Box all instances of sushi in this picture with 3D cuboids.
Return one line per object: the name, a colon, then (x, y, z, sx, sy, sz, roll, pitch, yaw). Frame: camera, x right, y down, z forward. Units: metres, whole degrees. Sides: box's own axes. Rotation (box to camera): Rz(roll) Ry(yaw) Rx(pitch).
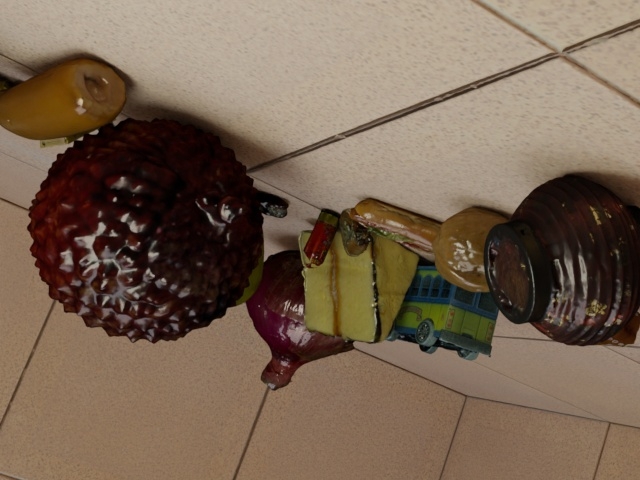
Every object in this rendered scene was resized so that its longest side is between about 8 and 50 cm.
sushi: (-0.109, -0.084, 1.947, 0.083, 0.044, 0.046, 16, 146, 11)

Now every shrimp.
shrimp: (0.071, -0.016, 1.812, 0.041, 0.099, 0.180, -11, -179, -12)

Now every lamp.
lamp: (0.354, 0.027, 1.231, 0.247, 0.247, 0.247, 20, 168, 4)

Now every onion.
onion: (-0.057, 0.214, 2.341, 0.348, 0.385, 0.348, 23, -178, -1)

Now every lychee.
lychee: (-0.297, -0.024, 1.613, 0.500, 0.424, 0.425, -12, 150, 37)

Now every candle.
candle: (0.000, 0.000, 1.887, 0.052, 0.130, 0.052, 22, 168, 5)

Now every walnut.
walnut: (0.272, 0.021, 1.514, 0.167, 0.149, 0.166, 7, 142, 6)

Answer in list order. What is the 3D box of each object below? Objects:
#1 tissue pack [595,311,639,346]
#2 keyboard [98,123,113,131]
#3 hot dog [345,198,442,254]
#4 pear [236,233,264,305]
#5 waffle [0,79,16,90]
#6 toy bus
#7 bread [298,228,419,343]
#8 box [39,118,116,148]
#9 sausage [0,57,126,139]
tissue pack: (0.496, 0.135, 1.771, 0.226, 0.092, 0.183, 28, 166, -23)
keyboard: (-0.455, -0.242, 1.858, 0.053, 0.010, 0.155, 20, 168, 4)
hot dog: (0.159, -0.022, 1.697, 0.236, 0.062, 0.092, 19, 171, 9)
pear: (-0.293, -0.007, 1.989, 0.375, 0.287, 0.287, 33, 165, -16)
waffle: (-0.666, -0.305, 1.806, 0.293, 0.069, 0.260, 22, 170, -20)
toy bus: (0.251, 0.153, 1.998, 0.152, 0.190, 0.312, 19, 170, -28)
bread: (0.052, 0.099, 1.983, 0.198, 0.236, 0.263, 28, 164, -34)
box: (-0.469, -0.214, 1.719, 0.073, 0.149, 0.020, -3, 115, 32)
sausage: (-0.481, -0.239, 1.587, 0.134, 0.116, 0.354, 7, 172, -43)
